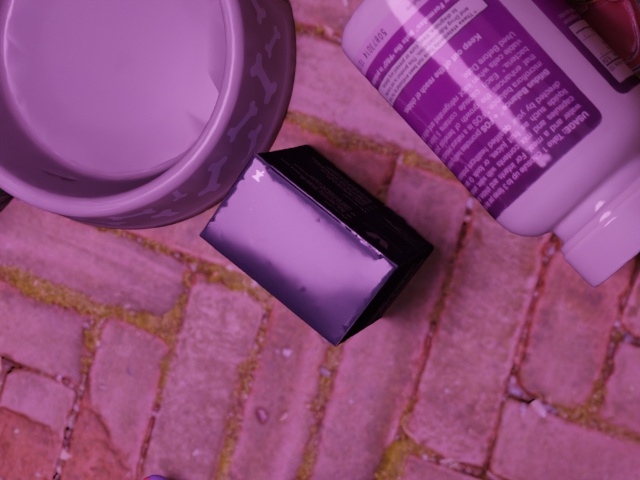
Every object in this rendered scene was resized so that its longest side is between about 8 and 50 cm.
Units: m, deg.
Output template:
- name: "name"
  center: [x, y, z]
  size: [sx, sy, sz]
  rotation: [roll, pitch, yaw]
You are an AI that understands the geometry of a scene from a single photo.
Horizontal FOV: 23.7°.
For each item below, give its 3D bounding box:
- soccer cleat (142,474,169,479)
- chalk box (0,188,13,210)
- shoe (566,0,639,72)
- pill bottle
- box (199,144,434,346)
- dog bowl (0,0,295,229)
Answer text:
- name: "soccer cleat"
  center: [-0.102, 0.334, 1.457]
  size: [0.095, 0.083, 0.248]
  rotation: [-20, 85, -13]
- name: "chalk box"
  center: [-0.409, -0.043, 1.419]
  size: [0.132, 0.213, 0.132]
  rotation: [-42, 84, 15]
- name: "shoe"
  center: [0.224, -0.220, 1.297]
  size: [0.063, 0.081, 0.178]
  rotation: [-28, 88, 16]
- name: "pill bottle"
  center: [0.173, -0.111, 1.278]
  size: [0.169, 0.169, 0.301]
  rotation: [-43, 84, 15]
- name: "box"
  center: [0.000, 0.000, 1.342]
  size: [0.156, 0.158, 0.093]
  rotation: [39, 104, 9]
- name: "dog bowl"
  center: [-0.202, -0.177, 1.409]
  size: [0.349, 0.102, 0.349]
  rotation: [1, 96, 14]
